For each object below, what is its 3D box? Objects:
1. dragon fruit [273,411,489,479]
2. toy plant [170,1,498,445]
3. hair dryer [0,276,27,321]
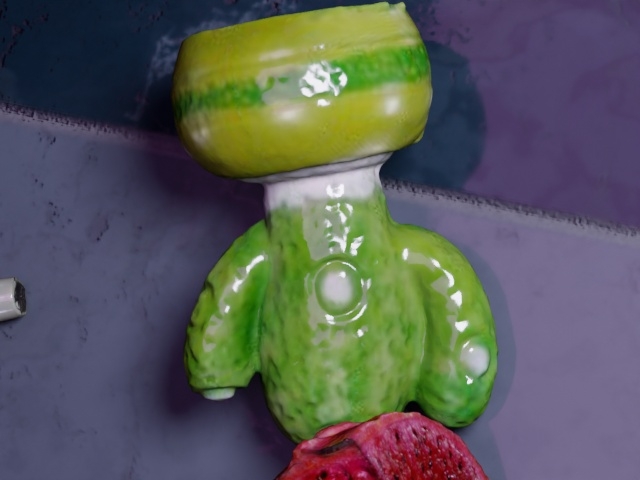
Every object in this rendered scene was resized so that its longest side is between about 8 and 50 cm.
[{"bbox_3d":[0.051,0.231,1.310,0.189,0.163,0.262,-33,105,-30],"label":"dragon fruit"},{"bbox_3d":[0.000,0.000,1.341,0.224,0.184,0.316,-11,92,-3],"label":"toy plant"},{"bbox_3d":[-0.291,0.112,1.477,0.167,0.067,0.199,-24,89,8],"label":"hair dryer"}]
